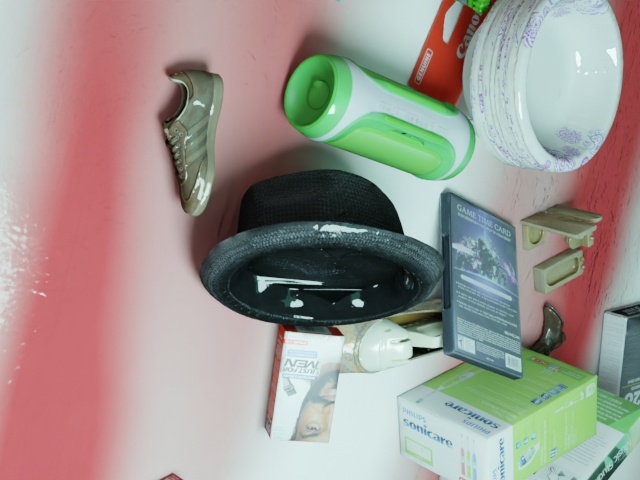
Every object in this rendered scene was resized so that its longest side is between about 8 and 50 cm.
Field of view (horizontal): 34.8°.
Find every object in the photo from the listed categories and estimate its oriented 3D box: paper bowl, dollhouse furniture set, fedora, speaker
[{"bbox_3d":[0.328,-0.249,1.558,0.284,0.148,0.284,-10,104,-43],"label":"paper bowl"},{"bbox_3d":[0.460,0.024,1.848,0.144,0.123,0.151,-23,116,-34],"label":"dollhouse furniture set"},{"bbox_3d":[0.000,0.000,1.411,0.334,0.334,0.152,25,50,-41],"label":"fedora"},{"bbox_3d":[0.092,-0.173,1.481,0.297,0.131,0.131,15,92,-42],"label":"speaker"}]

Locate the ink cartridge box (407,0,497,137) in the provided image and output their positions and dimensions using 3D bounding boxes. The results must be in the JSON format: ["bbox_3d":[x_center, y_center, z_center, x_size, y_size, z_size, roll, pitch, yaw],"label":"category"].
[{"bbox_3d":[0.282,-0.318,1.649,0.239,0.060,0.275,26,85,-43],"label":"ink cartridge box"}]

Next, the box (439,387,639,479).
[{"bbox_3d":[0.402,0.378,1.827,0.322,0.232,0.058,-42,130,-23],"label":"box"}]

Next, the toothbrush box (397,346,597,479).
[{"bbox_3d":[0.303,0.297,1.738,0.283,0.206,0.122,-19,114,-36],"label":"toothbrush box"}]

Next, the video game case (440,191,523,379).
[{"bbox_3d":[0.266,0.076,1.686,0.196,0.026,0.274,23,58,-42],"label":"video game case"}]

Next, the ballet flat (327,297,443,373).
[{"bbox_3d":[0.129,0.150,1.617,0.316,0.106,0.107,-13,110,-37],"label":"ballet flat"}]

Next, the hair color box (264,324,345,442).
[{"bbox_3d":[-0.024,0.212,1.518,0.093,0.053,0.167,6,100,-13],"label":"hair color box"}]

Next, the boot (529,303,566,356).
[{"bbox_3d":[0.409,0.189,1.914,0.114,0.037,0.106,-40,122,-20],"label":"boot"}]

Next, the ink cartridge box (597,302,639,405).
[{"bbox_3d":[0.698,0.275,2.160,0.304,0.072,0.307,-10,106,-39],"label":"ink cartridge box"}]

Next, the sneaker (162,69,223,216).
[{"bbox_3d":[-0.175,-0.127,1.324,0.071,0.066,0.188,6,93,-24],"label":"sneaker"}]

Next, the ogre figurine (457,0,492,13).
[{"bbox_3d":[0.195,-0.439,1.501,0.097,0.118,0.197,-45,128,-27],"label":"ogre figurine"}]

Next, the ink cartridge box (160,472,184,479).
[{"bbox_3d":[-0.237,0.399,1.409,0.135,0.056,0.099,-22,115,-35],"label":"ink cartridge box"}]
